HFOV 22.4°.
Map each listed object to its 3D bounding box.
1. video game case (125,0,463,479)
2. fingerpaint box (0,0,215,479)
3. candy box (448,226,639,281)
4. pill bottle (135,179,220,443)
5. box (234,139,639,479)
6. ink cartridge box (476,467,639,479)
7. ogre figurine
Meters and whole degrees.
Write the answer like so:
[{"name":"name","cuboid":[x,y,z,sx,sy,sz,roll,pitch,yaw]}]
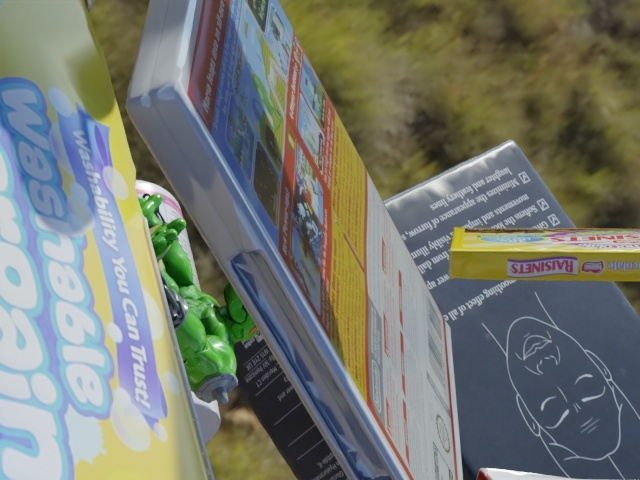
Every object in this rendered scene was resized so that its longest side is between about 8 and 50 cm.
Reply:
[{"name":"video game case","cuboid":[0.000,0.000,0.734,0.204,0.025,0.285,-88,154,-56]},{"name":"fingerpaint box","cuboid":[-0.251,0.024,0.602,0.163,0.371,0.445,19,46,-50]},{"name":"candy box","cuboid":[0.199,0.010,1.192,0.105,0.206,0.027,-62,152,-77]},{"name":"pill bottle","cuboid":[-0.204,0.090,1.768,0.160,0.160,0.283,14,48,-39]},{"name":"box","cuboid":[0.145,0.154,1.488,0.293,0.212,0.395,-25,77,-41]},{"name":"ink cartridge box","cuboid":[0.159,0.308,0.825,0.130,0.272,0.309,6,16,-17]},{"name":"ogre figurine","cuboid":[-0.101,0.040,1.097,0.097,0.197,0.118,-38,110,-17]}]
